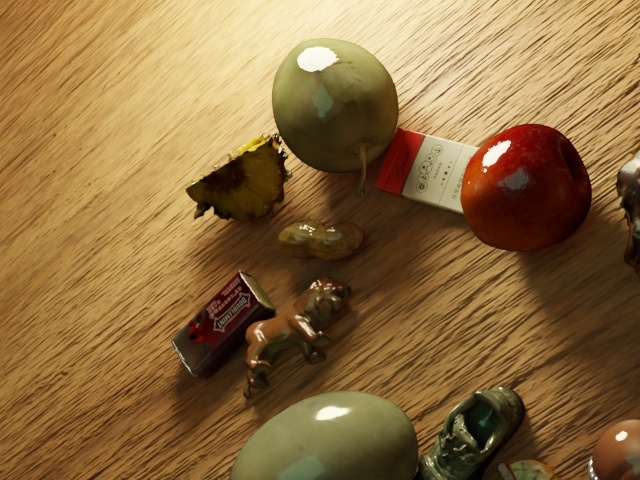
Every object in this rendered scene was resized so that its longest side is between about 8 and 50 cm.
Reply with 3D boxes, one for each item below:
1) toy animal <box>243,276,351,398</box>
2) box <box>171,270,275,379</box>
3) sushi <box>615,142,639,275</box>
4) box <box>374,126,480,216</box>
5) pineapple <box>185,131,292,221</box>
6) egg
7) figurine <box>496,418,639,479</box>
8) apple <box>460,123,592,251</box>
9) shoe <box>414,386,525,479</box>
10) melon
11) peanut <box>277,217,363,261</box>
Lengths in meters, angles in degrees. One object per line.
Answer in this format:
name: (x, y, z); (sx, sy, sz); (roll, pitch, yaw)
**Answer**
toy animal: (-0.063, 0.185, 1.677); (0.312, 0.097, 0.158); (-29, 49, 23)
box: (-0.209, 0.182, 1.771); (0.224, 0.069, 0.120); (-43, 57, 10)
sushi: (0.668, -0.072, 1.267); (0.417, 0.176, 0.418); (-16, 58, 28)
box: (0.234, -0.134, 1.629); (0.245, 0.035, 0.139); (19, 84, 34)
pineapple: (-0.149, -0.131, 1.815); (0.334, 0.161, 0.158); (-30, 19, 36)
egg: (0.004, 0.403, 1.435); (0.352, 0.258, 0.258); (-25, 61, 6)
figurine: (0.371, 0.443, 1.230); (0.388, 0.248, 0.277); (-18, 58, 23)
apple: (0.357, -0.087, 1.433); (0.201, 0.218, 0.218); (-16, 66, 32)
shoe: (0.224, 0.363, 1.398); (0.109, 0.149, 0.293); (39, 94, 33)
melon: (0.025, -0.275, 1.675); (0.308, 0.272, 0.272); (35, 93, 40)
peanut: (0.000, -0.002, 1.701); (0.192, 0.089, 0.089); (4, 76, 28)
